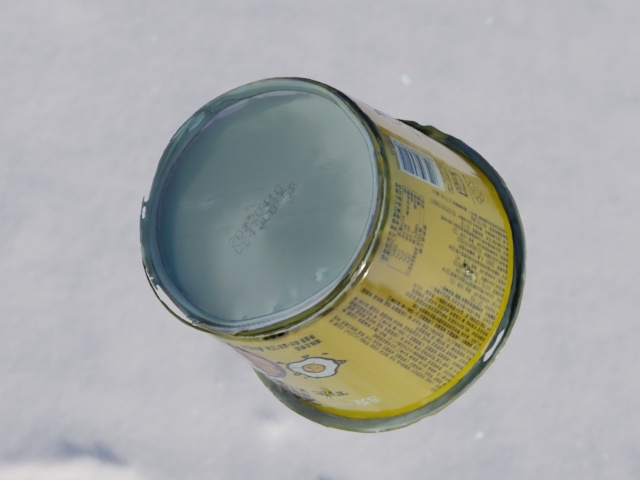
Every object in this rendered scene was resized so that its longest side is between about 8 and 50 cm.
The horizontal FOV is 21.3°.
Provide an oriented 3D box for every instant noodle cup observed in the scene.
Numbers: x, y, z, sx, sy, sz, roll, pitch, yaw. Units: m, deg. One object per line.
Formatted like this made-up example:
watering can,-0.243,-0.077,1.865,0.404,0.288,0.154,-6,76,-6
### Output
instant noodle cup,0.000,0.000,0.901,0.144,0.182,0.182,32,30,-58
